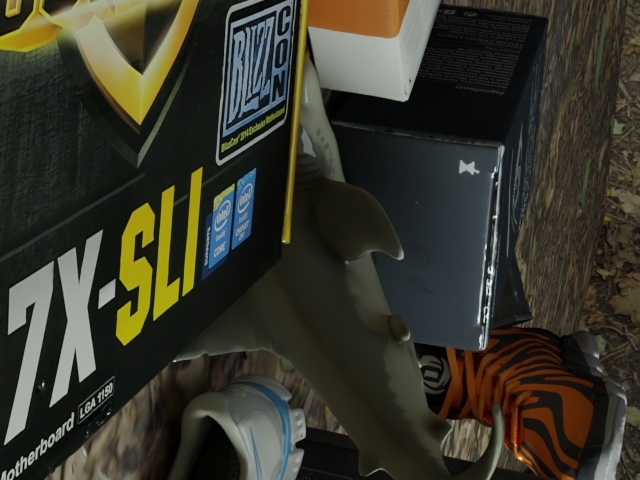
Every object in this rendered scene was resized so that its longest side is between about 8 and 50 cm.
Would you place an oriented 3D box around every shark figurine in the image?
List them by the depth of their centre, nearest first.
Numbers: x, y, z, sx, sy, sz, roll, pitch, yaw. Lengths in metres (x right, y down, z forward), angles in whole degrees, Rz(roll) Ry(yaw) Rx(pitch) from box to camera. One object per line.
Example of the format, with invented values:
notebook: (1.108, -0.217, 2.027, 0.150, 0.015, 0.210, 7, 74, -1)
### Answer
shark figurine: (-0.010, 0.046, 0.626, 0.166, 0.116, 0.278, 79, -10, -57)

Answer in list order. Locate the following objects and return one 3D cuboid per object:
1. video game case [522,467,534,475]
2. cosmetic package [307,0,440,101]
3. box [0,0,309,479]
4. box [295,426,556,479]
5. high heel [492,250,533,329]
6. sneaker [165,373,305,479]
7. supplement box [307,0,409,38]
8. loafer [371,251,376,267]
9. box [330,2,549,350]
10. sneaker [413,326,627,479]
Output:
video game case: (0.142, 0.337, 1.281, 0.329, 0.036, 0.300, -53, 180, 31)
cosmetic package: (0.051, -0.207, 0.817, 0.099, 0.060, 0.239, 74, 31, -56)
box: (-0.082, -0.073, 0.386, 0.322, 0.079, 0.257, -44, 143, -66)
box: (0.016, 0.221, 0.744, 0.056, 0.183, 0.231, 78, 26, -56)
high heel: (0.087, -0.023, 1.117, 0.261, 0.093, 0.186, 9, 65, -60)
sneaker: (-0.057, 0.160, 0.678, 0.083, 0.071, 0.191, 14, 78, -69)
supplement box: (0.032, -0.216, 0.710, 0.078, 0.080, 0.233, 81, 22, -57)
loafer: (0.000, 0.000, 0.778, 0.148, 0.056, 0.050, -32, 136, -71)
box: (0.081, -0.050, 0.927, 0.207, 0.108, 0.153, -61, 156, -56)
sneaker: (0.152, 0.145, 1.180, 0.321, 0.180, 0.125, -75, 175, -80)
